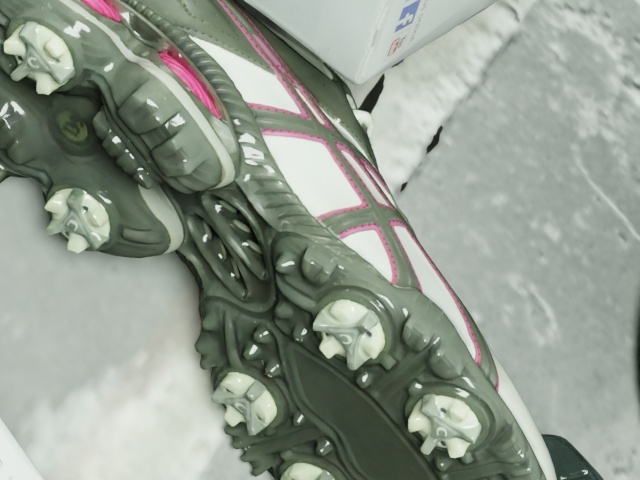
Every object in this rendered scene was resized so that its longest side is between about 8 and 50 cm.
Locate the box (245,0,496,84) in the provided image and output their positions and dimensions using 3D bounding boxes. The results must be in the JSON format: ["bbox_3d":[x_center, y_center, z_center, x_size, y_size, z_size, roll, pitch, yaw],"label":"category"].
[{"bbox_3d":[0.029,-0.199,0.625,0.232,0.058,0.322,38,44,17],"label":"box"}]

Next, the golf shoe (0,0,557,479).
[{"bbox_3d":[0.000,0.000,0.548,0.273,0.105,0.120,50,42,-9],"label":"golf shoe"}]

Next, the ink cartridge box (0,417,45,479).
[{"bbox_3d":[-0.106,0.171,0.421,0.181,0.056,0.224,-54,130,-39],"label":"ink cartridge box"}]

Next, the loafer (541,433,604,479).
[{"bbox_3d":[0.106,0.156,0.597,0.061,0.062,0.170,44,27,-68],"label":"loafer"}]
